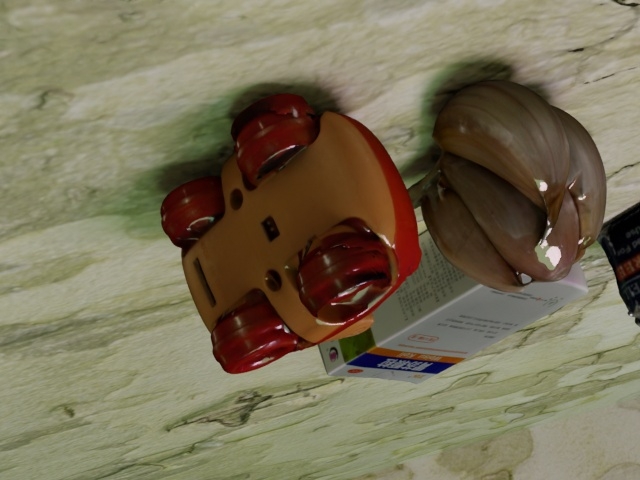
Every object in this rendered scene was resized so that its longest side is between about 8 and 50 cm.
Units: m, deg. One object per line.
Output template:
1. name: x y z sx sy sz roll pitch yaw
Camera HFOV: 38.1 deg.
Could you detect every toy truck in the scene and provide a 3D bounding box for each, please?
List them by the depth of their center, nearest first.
1. toy truck: 0.000 0.000 0.858 0.239 0.189 0.265 -5 154 -48

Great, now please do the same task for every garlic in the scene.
1. garlic: 0.195 -0.060 0.890 0.160 0.191 0.214 -32 153 -32

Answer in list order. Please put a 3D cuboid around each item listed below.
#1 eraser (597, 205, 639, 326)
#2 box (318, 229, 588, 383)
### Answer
1. eraser: 0.522 -0.017 1.180 0.101 0.155 0.332 9 144 -42
2. box: 0.162 0.077 1.199 0.200 0.106 0.299 14 140 -45
